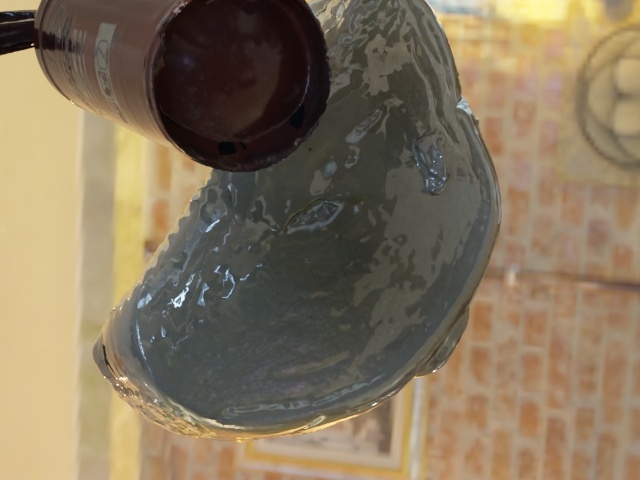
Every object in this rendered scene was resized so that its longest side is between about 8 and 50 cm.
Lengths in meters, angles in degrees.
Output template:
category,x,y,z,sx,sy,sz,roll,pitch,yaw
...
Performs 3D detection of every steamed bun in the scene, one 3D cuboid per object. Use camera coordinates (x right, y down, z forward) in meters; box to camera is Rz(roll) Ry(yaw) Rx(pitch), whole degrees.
category,x,y,z,sx,sy,sz,roll,pitch,yaw
steamed bun,0.005,-0.001,1.166,0.383,0.236,0.247,-59,12,-12

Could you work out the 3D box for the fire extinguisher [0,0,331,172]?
category,x,y,z,sx,sy,sz,roll,pitch,yaw
fire extinguisher,-0.130,-0.119,0.911,0.337,0.147,0.106,24,118,61
